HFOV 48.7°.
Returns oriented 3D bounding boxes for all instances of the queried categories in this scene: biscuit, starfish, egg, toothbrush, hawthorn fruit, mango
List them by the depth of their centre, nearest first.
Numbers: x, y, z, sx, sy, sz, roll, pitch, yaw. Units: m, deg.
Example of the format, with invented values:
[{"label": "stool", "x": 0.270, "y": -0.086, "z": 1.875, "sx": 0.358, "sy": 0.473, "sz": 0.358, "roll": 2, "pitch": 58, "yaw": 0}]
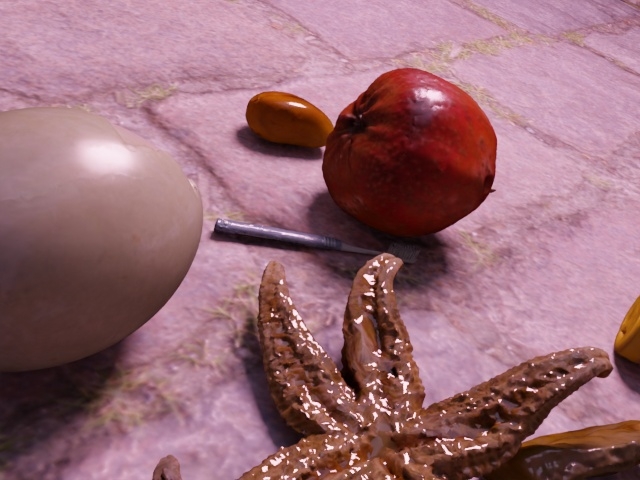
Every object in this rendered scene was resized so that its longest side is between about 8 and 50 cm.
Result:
[{"label": "starfish", "x": 0.040, "y": 0.132, "z": 0.499, "sx": 0.327, "sy": 0.094, "sz": 0.375, "roll": -25, "pitch": 45, "yaw": -36}, {"label": "egg", "x": -0.185, "y": -0.004, "z": 0.511, "sx": 0.217, "sy": 0.183, "sz": 0.183, "roll": -7, "pitch": 42, "yaw": -43}, {"label": "biscuit", "x": 0.238, "y": 0.153, "z": 0.519, "sx": 0.174, "sy": 0.183, "sz": 0.039, "roll": 0, "pitch": 74, "yaw": -31}, {"label": "toothbrush", "x": 0.000, "y": 0.000, "z": 0.727, "sx": 0.219, "sy": 0.019, "sz": 0.016, "roll": 9, "pitch": 41, "yaw": -14}, {"label": "hawthorn fruit", "x": 0.110, "y": -0.086, "z": 0.773, "sx": 0.200, "sy": 0.179, "sz": 0.179, "roll": 19, "pitch": 31, "yaw": -30}, {"label": "mango", "x": -0.036, "y": -0.149, "z": 0.877, "sx": 0.114, "sy": 0.060, "sz": 0.080, "roll": 15, "pitch": 19, "yaw": -2}]

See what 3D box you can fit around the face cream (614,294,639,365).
[{"label": "face cream", "x": 0.432, "y": 0.141, "z": 0.686, "sx": 0.273, "sy": 0.078, "sz": 0.078, "roll": 28, "pitch": 36, "yaw": 13}]
